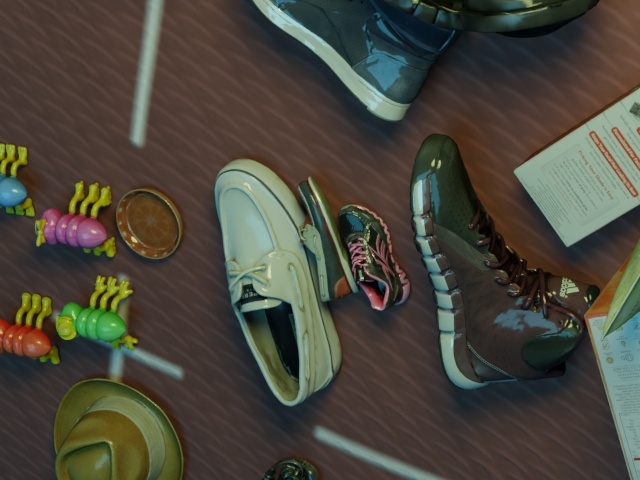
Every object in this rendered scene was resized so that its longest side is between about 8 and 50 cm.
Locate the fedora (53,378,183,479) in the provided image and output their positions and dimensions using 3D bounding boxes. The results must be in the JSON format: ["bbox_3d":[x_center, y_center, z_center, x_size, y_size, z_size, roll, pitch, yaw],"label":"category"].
[{"bbox_3d":[-0.255,0.258,2.025,0.194,0.079,0.194,11,117,23],"label":"fedora"}]

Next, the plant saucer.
[{"bbox_3d":[-0.189,-0.020,1.899,0.083,0.013,0.084,11,117,23],"label":"plant saucer"}]

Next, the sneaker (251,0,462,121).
[{"bbox_3d":[0.037,-0.246,1.629,0.226,0.086,0.163,42,122,9],"label":"sneaker"}]

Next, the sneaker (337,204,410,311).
[{"bbox_3d":[0.049,0.020,1.763,0.047,0.057,0.119,-24,99,36],"label":"sneaker"}]

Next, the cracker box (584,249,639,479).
[{"bbox_3d":[0.328,0.138,1.607,0.067,0.155,0.232,-8,109,30],"label":"cracker box"}]

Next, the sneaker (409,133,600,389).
[{"bbox_3d":[0.188,0.020,1.672,0.162,0.106,0.281,0,123,23],"label":"sneaker"}]

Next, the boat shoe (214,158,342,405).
[{"bbox_3d":[-0.058,0.048,1.814,0.096,0.088,0.268,-5,110,30],"label":"boat shoe"}]

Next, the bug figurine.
[{"bbox_3d":[-0.320,0.033,1.960,0.216,0.072,0.279,5,114,26],"label":"bug figurine"}]

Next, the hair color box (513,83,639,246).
[{"bbox_3d":[0.275,-0.076,1.598,0.167,0.053,0.093,-33,93,37],"label":"hair color box"}]

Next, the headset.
[{"bbox_3d":[0.197,-0.276,1.453,0.394,0.185,0.243,15,112,-3],"label":"headset"}]

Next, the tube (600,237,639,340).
[{"bbox_3d":[0.307,0.005,1.504,0.062,0.240,0.070,-7,108,33],"label":"tube"}]

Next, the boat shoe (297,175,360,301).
[{"bbox_3d":[0.000,0.000,1.781,0.043,0.049,0.137,-17,110,10],"label":"boat shoe"}]

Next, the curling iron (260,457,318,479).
[{"bbox_3d":[-0.022,0.370,1.978,0.068,0.035,0.274,6,114,31],"label":"curling iron"}]
